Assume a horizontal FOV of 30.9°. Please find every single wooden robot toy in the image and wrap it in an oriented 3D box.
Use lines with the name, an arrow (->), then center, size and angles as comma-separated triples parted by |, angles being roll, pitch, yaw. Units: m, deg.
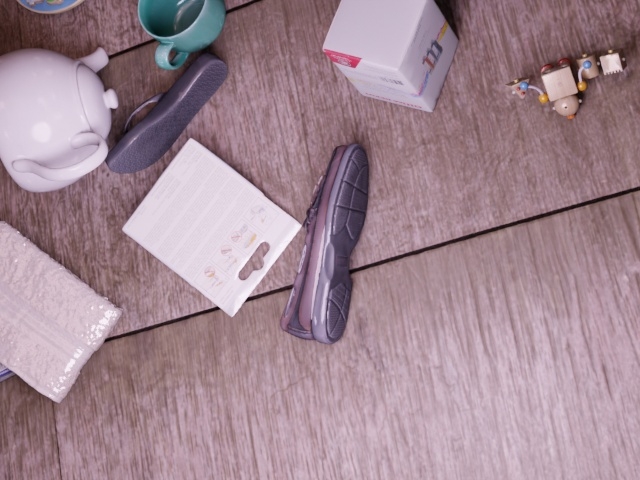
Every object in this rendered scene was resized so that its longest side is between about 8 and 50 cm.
wooden robot toy -> 0.358, -0.218, 1.664 | 0.173, 0.076, 0.079 | -17, 106, 18

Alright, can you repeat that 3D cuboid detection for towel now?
towel -> -0.479, 0.111, 1.891 | 0.282, 0.049, 0.187 | 34, 86, 14

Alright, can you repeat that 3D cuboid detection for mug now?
mug -> -0.231, -0.366, 1.913 | 0.158, 0.097, 0.129 | -47, 65, 7

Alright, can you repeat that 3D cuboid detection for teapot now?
teapot -> -0.420, -0.204, 1.883 | 0.187, 0.252, 0.256 | -14, 85, 4

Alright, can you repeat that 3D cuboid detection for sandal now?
sandal -> -0.255, -0.208, 1.891 | 0.254, 0.097, 0.054 | -46, 66, -5

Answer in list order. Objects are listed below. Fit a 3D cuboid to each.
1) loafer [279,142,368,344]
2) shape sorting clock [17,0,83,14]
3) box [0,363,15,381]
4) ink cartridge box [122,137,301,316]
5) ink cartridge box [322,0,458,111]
loafer -> 0.000, 0.000, 1.725 | 0.095, 0.109, 0.303 | 5, 82, 28
shape sorting clock -> -0.474, -0.504, 2.080 | 0.206, 0.040, 0.206 | -5, 75, 21
box -> -0.598, 0.145, 1.951 | 0.136, 0.036, 0.225 | -26, 77, 7
ink cartridge box -> -0.171, -0.021, 1.840 | 0.232, 0.066, 0.189 | 38, 93, 5
ink cartridge box -> 0.108, -0.288, 1.711 | 0.128, 0.176, 0.127 | 18, 82, 25
